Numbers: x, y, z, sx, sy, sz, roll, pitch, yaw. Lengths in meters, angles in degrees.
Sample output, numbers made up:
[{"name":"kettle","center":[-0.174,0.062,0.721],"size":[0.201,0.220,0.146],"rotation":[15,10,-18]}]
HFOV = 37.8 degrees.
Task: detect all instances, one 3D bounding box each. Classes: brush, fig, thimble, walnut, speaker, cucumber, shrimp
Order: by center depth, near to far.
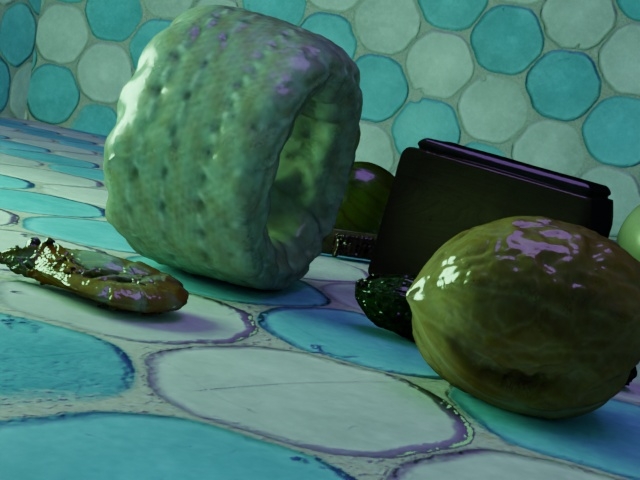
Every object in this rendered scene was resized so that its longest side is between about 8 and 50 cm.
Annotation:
[{"name":"walnut","center":[0.155,0.056,0.714],"size":[0.184,0.155,0.155],"rotation":[11,7,-1]},{"name":"shrimp","center":[-0.201,0.029,0.812],"size":[0.184,0.043,0.091],"rotation":[14,11,19]},{"name":"cucumber","center":[0.161,0.077,0.877],"size":[0.265,0.077,0.077],"rotation":[9,7,4]},{"name":"thimble","center":[-0.083,-0.091,1.010],"size":[0.195,0.292,0.291],"rotation":[21,10,21]},{"name":"speaker","center":[0.204,-0.002,1.101],"size":[0.230,0.193,0.153],"rotation":[19,9,26]},{"name":"brush","center":[0.000,0.000,1.342],"size":[0.248,0.043,0.036],"rotation":[9,6,-18]},{"name":"fig","center":[0.105,-0.018,1.502],"size":[0.259,0.151,0.151],"rotation":[37,0,-15]}]

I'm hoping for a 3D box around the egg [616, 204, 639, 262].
[{"name":"egg","center":[0.561,0.027,1.383],"size":[0.253,0.189,0.188],"rotation":[15,6,-12]}]
